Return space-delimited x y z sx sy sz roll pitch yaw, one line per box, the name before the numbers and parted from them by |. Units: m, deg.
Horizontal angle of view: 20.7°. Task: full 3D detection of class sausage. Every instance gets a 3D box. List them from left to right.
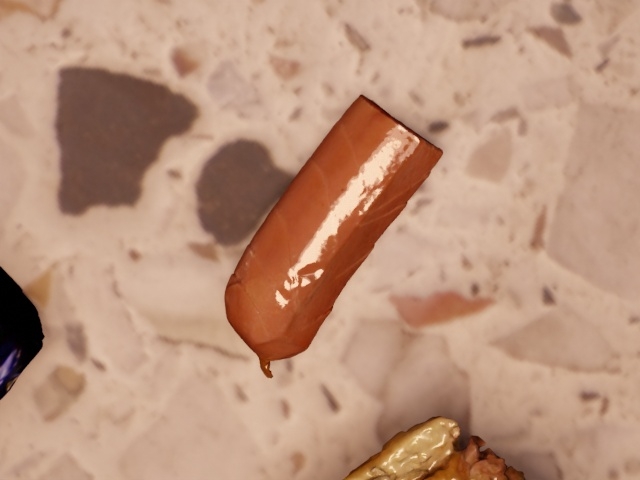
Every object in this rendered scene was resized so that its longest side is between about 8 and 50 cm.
sausage | -0.001 0.000 1.024 0.065 0.065 0.169 36 94 -2

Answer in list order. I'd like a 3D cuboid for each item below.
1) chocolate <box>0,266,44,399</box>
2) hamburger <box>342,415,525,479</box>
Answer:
chocolate | -0.286 0.150 1.013 0.148 0.126 0.343 29 100 -43
hamburger | 0.029 0.230 0.991 0.155 0.245 0.282 48 138 22
